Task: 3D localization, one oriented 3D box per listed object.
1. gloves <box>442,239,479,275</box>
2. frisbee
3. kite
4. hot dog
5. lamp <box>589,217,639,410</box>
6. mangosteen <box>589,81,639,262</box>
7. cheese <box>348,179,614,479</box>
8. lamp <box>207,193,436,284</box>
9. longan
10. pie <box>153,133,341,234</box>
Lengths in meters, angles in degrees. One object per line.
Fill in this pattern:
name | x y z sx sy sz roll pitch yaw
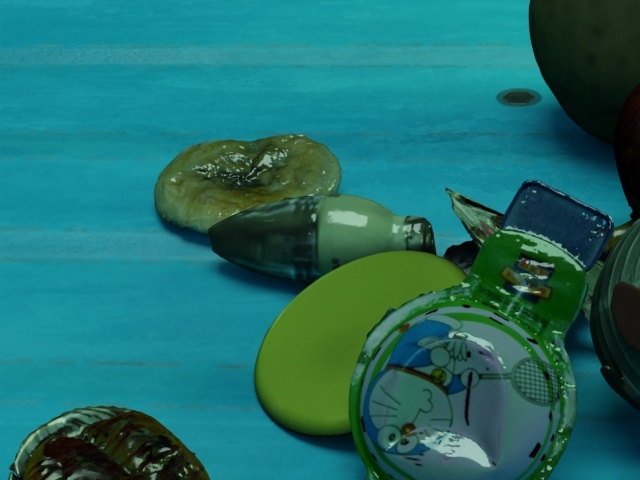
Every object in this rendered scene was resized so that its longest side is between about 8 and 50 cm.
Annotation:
gloves | 0.153 0.066 1.680 0.110 0.094 0.144 4 51 29
frisbee | 0.040 0.092 1.639 0.236 0.017 0.236 -19 38 16
kite | 0.220 0.037 1.671 0.268 0.013 0.323 40 23 8
hot dog | -0.166 0.224 1.464 0.162 0.082 0.270 -16 32 -23
lamp | 0.365 0.059 1.534 0.265 0.233 0.233 -2 30 -11
mangosteen | 0.388 -0.057 1.787 0.261 0.235 0.235 -43 22 22
cheese | 0.141 0.100 1.492 0.204 0.083 0.320 27 86 22
lamp | 0.000 0.000 1.810 0.250 0.101 0.101 -1 30 15
longan | 0.406 -0.237 1.997 0.350 0.288 0.288 29 43 30
pie | -0.083 -0.055 1.952 0.218 0.052 0.185 -4 36 4
